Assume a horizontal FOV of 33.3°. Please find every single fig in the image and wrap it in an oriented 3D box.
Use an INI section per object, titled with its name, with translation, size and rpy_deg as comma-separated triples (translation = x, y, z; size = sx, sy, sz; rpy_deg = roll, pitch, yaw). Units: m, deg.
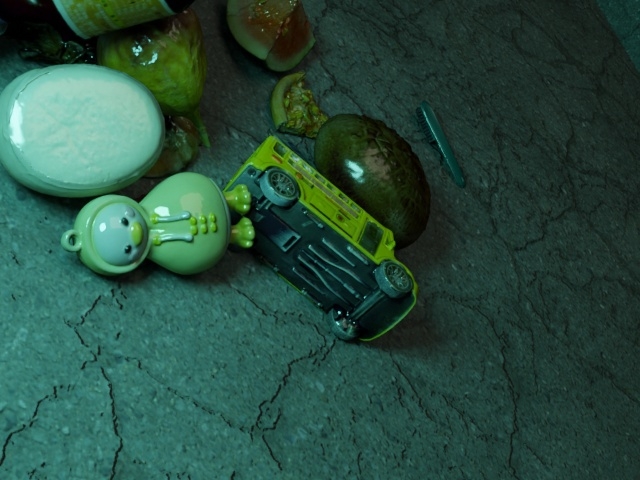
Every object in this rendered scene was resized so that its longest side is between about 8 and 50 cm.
[fig]
translation = -0.217, -0.226, 1.551
size = 0.159, 0.159, 0.257
rpy_deg = -89, 158, -43

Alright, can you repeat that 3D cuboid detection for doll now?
[doll]
translation = -0.214, -0.015, 1.440
size = 0.296, 0.117, 0.141
rpy_deg = -14, 105, -49

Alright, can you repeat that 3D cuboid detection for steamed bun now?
[steamed bun]
translation = -0.322, -0.142, 1.419
size = 0.228, 0.130, 0.177
rpy_deg = -11, 88, -31

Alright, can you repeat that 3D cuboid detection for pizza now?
[pizza]
translation = -0.033, -0.231, 1.898
size = 0.131, 0.041, 0.178
rpy_deg = 46, 36, -7

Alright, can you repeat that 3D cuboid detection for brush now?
[brush]
translation = 0.241, -0.190, 2.163
size = 0.043, 0.032, 0.193
rpy_deg = -17, 83, -57

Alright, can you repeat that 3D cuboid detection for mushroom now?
[mushroom]
translation = 0.087, -0.104, 1.789
size = 0.253, 0.153, 0.253
rpy_deg = 47, 19, -22

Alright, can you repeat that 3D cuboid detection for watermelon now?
[watermelon]
translation = -0.097, -0.368, 1.923
size = 0.193, 0.137, 0.145
rpy_deg = 32, 74, -22

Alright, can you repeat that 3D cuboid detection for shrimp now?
[shrimp]
translation = -0.319, -0.217, 1.570
size = 0.365, 0.071, 0.233
rpy_deg = 23, 48, -39

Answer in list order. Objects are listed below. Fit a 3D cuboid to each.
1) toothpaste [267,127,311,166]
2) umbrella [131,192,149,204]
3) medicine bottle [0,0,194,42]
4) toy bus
[toothpaste]
translation = -0.010, -0.074, 1.777
size = 0.069, 0.047, 0.268
rpy_deg = -16, 66, -40
[umbrella]
translation = -0.251, -0.052, 1.518
size = 0.165, 0.025, 0.027
rpy_deg = -16, 89, -49
[medicine bottle]
translation = -0.359, -0.361, 1.380
size = 0.242, 0.395, 0.243
rpy_deg = -19, 90, -84
[toy bus]
translation = 0.000, 0.000, 1.631
size = 0.330, 0.144, 0.152
rpy_deg = 39, 35, -10
